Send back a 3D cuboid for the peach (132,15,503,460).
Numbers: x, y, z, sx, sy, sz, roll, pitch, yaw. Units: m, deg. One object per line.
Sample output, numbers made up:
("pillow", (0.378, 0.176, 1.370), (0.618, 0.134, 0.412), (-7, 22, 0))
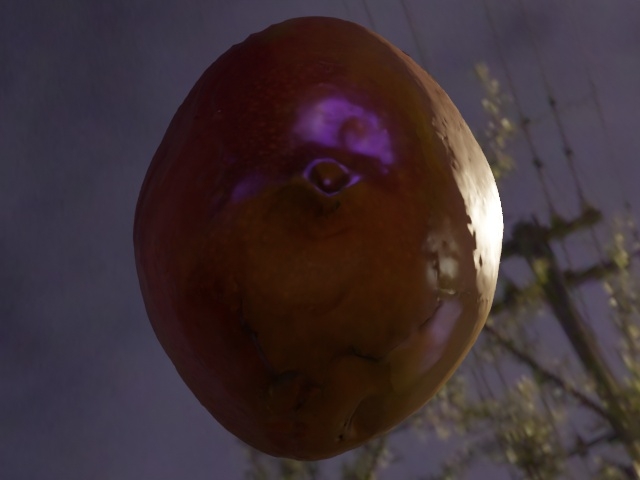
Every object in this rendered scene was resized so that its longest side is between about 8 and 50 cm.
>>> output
("peach", (-0.002, -0.001, 1.419), (0.290, 0.373, 0.373), (28, -70, -11))
